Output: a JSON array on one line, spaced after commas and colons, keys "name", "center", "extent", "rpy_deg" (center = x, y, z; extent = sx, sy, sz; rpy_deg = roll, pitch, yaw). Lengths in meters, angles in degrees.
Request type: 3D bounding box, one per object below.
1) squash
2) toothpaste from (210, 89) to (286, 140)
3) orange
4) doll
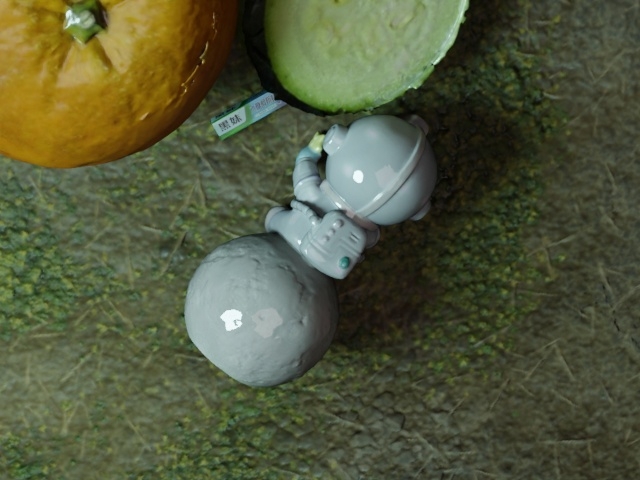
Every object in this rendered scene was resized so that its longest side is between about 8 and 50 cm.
[{"name": "squash", "center": [0.019, -0.221, 1.232], "extent": [0.220, 0.133, 0.220], "rpy_deg": [-10, 119, -18]}, {"name": "toothpaste", "center": [-0.060, -0.121, 1.288], "extent": [0.083, 0.017, 0.020], "rpy_deg": [-29, 111, 3]}, {"name": "orange", "center": [-0.207, -0.199, 1.131], "extent": [0.284, 0.226, 0.283], "rpy_deg": [-4, 108, -14]}, {"name": "doll", "center": [0.000, 0.000, 1.277], "extent": [0.151, 0.151, 0.287], "rpy_deg": [38, 98, -17]}]
